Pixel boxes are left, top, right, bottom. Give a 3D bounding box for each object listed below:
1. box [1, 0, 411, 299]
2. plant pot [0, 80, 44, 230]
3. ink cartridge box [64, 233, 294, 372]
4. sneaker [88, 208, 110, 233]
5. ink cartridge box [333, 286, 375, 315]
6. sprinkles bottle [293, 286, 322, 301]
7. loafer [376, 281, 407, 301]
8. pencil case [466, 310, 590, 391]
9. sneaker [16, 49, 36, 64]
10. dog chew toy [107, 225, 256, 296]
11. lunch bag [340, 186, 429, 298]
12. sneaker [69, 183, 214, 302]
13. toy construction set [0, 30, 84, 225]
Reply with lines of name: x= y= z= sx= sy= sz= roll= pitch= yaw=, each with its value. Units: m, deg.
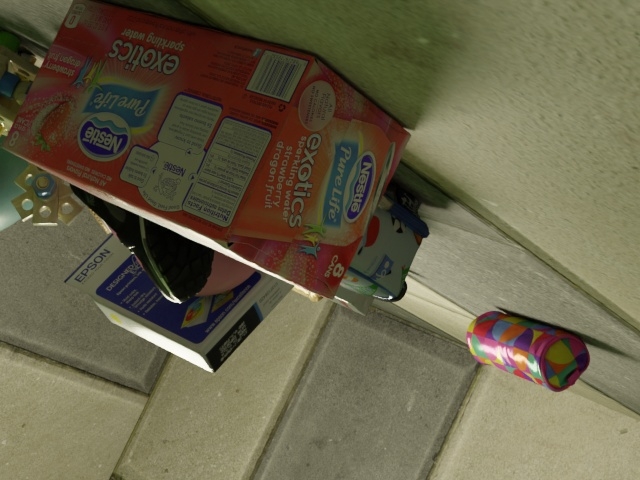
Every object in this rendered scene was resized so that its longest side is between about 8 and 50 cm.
box: x=-0.100 y=-0.080 z=0.926 sx=0.300 sy=0.154 sz=0.142 roll=21 pitch=173 yaw=40
plant pot: x=-0.506 y=-0.159 z=1.783 sx=0.195 sy=0.290 sz=0.290 roll=-20 pitch=-150 yaw=-39
ink cartridge box: x=-0.179 y=0.028 z=1.718 sx=0.307 sy=0.303 sz=0.072 roll=21 pitch=147 yaw=38
sneaker: x=-0.460 y=-0.170 z=2.360 sx=0.282 sy=0.153 sz=0.099 roll=58 pitch=170 yaw=-12
ink cartridge box: x=0.000 y=0.000 z=1.444 sx=0.176 sy=0.127 sz=0.128 roll=25 pitch=175 yaw=13
sprinkles bottle: x=-0.138 y=-0.006 z=2.200 sx=0.356 sy=0.121 sz=0.121 roll=24 pitch=175 yaw=9
loafer: x=0.053 y=0.046 z=2.009 sx=0.223 sy=0.076 sz=0.078 roll=30 pitch=-177 yaw=-4
pencil case: x=0.336 y=0.178 z=1.857 sx=0.104 sy=0.104 sz=0.236 roll=28 pitch=176 yaw=-23
sneaker: x=-0.414 y=-0.245 z=1.552 sx=0.037 sy=0.031 sz=0.083 roll=29 pitch=164 yaw=-22
dog chew toy: x=-0.198 y=-0.058 z=1.508 sx=0.207 sy=0.206 sz=0.332 roll=23 pitch=167 yaw=32
lunch bag: x=-0.040 y=-0.051 z=1.210 sx=0.303 sy=0.114 sz=0.243 roll=23 pitch=172 yaw=42
sneaker: x=-0.224 y=-0.058 z=1.331 sx=0.124 sy=0.107 sz=0.283 roll=-11 pitch=106 yaw=42
toy construction set: x=-0.389 y=-0.154 z=1.513 sx=0.215 sy=0.151 sz=0.327 roll=22 pitch=151 yaw=1
